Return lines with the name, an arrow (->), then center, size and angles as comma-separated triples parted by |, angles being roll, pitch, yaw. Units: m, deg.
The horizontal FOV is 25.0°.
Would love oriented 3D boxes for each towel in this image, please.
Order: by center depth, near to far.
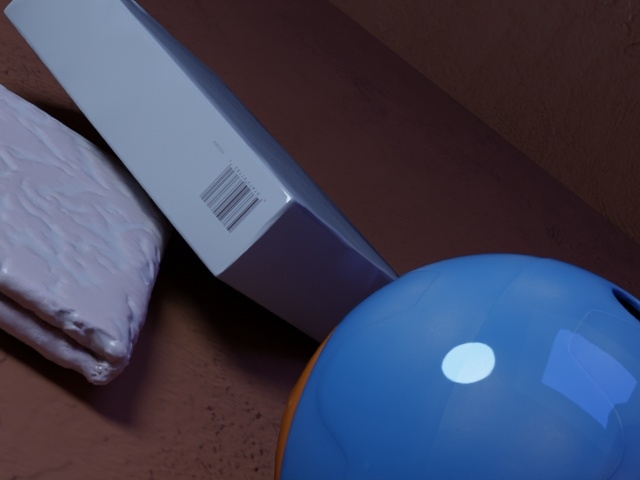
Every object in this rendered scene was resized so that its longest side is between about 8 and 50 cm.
towel -> -0.260, -0.045, 1.083 | 0.317, 0.053, 0.332 | 33, 17, -11

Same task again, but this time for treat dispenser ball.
treat dispenser ball -> 0.114, 0.152, 0.915 | 0.288, 0.288, 0.288 | 34, 17, -12

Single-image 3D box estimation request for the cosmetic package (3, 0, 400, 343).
cosmetic package -> -0.093, -0.072, 1.311 | 0.377, 0.097, 0.284 | 49, 8, 33
